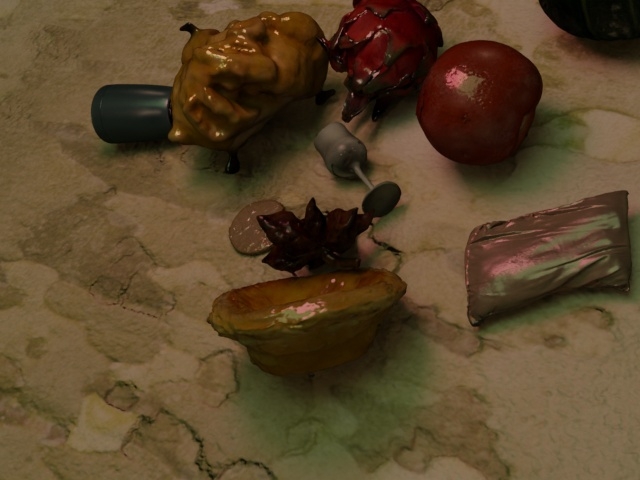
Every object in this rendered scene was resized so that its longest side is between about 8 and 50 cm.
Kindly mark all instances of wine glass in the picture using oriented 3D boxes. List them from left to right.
[{"bbox_3d":[0.060,-0.127,1.830,0.079,0.079,0.195,-34,50,-1],"label":"wine glass"}]

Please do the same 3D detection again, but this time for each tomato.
[{"bbox_3d":[0.257,-0.228,1.724,0.184,0.208,0.208,27,69,17],"label":"tomato"}]

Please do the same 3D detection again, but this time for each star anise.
[{"bbox_3d":[-0.006,-0.004,1.714,0.196,0.212,0.111,-1,83,-2],"label":"star anise"}]

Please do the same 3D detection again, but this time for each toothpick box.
[{"bbox_3d":[-0.355,-0.256,2.101,0.184,0.120,0.120,1,57,22],"label":"toothpick box"}]

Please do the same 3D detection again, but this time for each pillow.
[{"bbox_3d":[0.347,0.025,1.588,0.270,0.067,0.173,-14,56,17],"label":"pillow"}]

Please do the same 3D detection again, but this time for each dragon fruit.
[{"bbox_3d":[0.112,-0.340,1.889,0.193,0.192,0.274,-3,54,45],"label":"dragon fruit"}]

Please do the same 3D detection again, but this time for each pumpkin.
[{"bbox_3d":[0.517,-0.464,1.782,0.300,0.207,0.300,-19,37,15],"label":"pumpkin"}]

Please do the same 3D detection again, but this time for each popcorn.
[{"bbox_3d":[-0.156,-0.297,1.937,0.316,0.281,0.297,-46,8,-36],"label":"popcorn"}]

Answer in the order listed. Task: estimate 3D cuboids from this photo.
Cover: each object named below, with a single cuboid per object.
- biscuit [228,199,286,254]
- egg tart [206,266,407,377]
[{"bbox_3d":[-0.112,-0.025,1.880,0.120,0.015,0.120,-13,52,17],"label":"biscuit"},{"bbox_3d":[-0.017,0.127,1.615,0.318,0.128,0.319,-10,8,2],"label":"egg tart"}]
